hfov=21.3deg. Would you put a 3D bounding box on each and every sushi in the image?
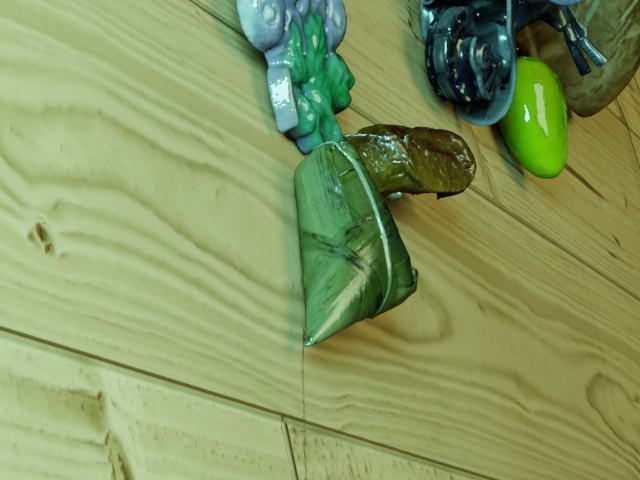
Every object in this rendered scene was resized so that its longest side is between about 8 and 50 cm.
[{"bbox_3d":[0.055,-0.052,1.107,0.120,0.055,0.052,-5,85,-56],"label":"sushi"}]

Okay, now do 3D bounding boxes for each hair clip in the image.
[{"bbox_3d":[-0.027,-0.142,1.028,0.124,0.052,0.195,-24,100,-58],"label":"hair clip"}]

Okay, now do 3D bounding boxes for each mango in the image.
[{"bbox_3d":[0.178,-0.103,1.425,0.073,0.056,0.108,-3,73,-61],"label":"mango"}]

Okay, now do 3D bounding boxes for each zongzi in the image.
[{"bbox_3d":[0.000,0.000,0.949,0.113,0.052,0.104,-22,82,-55],"label":"zongzi"}]

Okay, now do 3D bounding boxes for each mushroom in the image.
[{"bbox_3d":[0.243,-0.255,1.591,0.285,0.151,0.156,59,25,-21],"label":"mushroom"}]

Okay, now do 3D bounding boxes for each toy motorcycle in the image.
[{"bbox_3d":[0.142,-0.270,1.333,0.212,0.125,0.358,-9,100,-55],"label":"toy motorcycle"}]
